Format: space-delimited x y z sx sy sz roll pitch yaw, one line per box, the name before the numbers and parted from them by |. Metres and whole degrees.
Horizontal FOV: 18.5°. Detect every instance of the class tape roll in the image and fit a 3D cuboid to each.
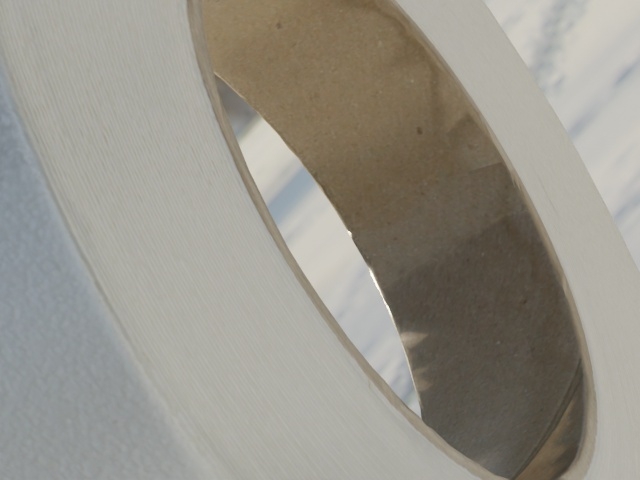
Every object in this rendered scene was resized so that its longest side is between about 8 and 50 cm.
tape roll | 0.000 0.000 0.613 0.072 0.392 0.392 -31 10 24
